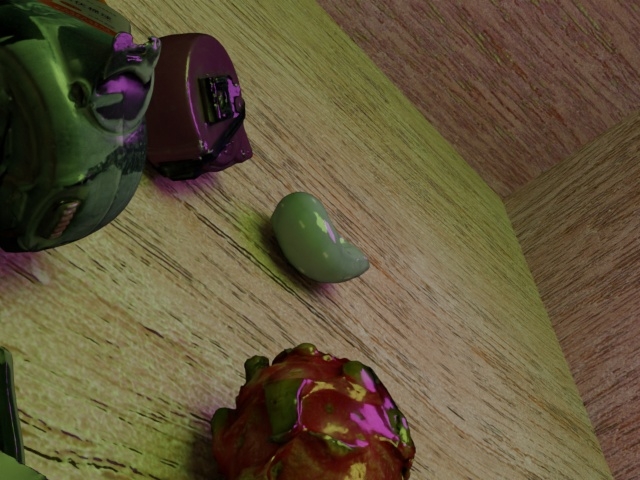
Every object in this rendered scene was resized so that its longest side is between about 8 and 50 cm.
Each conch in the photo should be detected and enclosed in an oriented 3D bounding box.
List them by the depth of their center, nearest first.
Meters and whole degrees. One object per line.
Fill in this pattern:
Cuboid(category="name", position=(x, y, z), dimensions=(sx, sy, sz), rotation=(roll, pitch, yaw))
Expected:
Cuboid(category="conch", position=(-0.005, 0.002, 1.315), dimensions=(0.221, 0.121, 0.185), rotation=(48, 20, -30))

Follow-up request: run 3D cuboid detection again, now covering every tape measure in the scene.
Cuboid(category="tape measure", position=(-0.313, -0.123, 0.733), dimensions=(0.256, 0.275, 0.147), rotation=(27, 23, 16))
Cuboid(category="tape measure", position=(-0.205, -0.221, 1.148), dimensions=(0.245, 0.149, 0.231), rotation=(-50, 135, -64))

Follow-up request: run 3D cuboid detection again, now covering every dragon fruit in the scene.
Cuboid(category="dragon fruit", position=(-0.014, 0.270, 0.821), dimensions=(0.231, 0.237, 0.302), rotation=(14, 52, -25))

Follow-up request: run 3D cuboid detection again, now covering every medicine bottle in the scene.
Cuboid(category="medicine bottle", position=(-0.365, -0.301, 1.037), dimensions=(0.149, 0.112, 0.222), rotation=(21, 24, -25))

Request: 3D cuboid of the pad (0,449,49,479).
Cuboid(category="pad", position=(-0.289, 0.275, 0.458), dimensions=(0.202, 0.005, 0.299), rotation=(44, 44, -22))

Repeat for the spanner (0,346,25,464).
Cuboid(category="spanner", position=(-0.273, 0.228, 0.579), dimensions=(0.095, 0.040, 0.324), rotation=(71, -1, -62))
